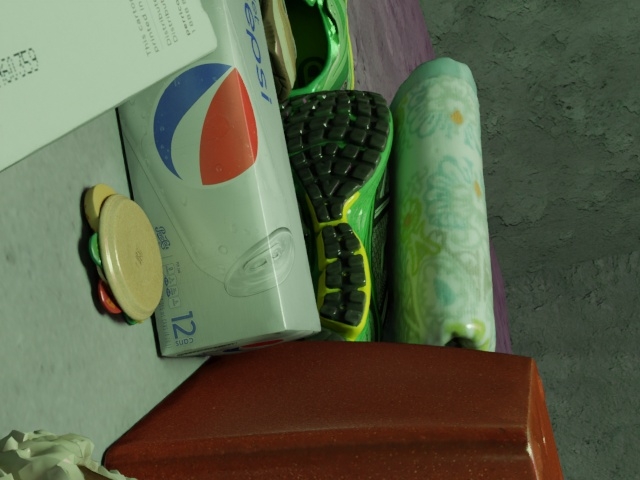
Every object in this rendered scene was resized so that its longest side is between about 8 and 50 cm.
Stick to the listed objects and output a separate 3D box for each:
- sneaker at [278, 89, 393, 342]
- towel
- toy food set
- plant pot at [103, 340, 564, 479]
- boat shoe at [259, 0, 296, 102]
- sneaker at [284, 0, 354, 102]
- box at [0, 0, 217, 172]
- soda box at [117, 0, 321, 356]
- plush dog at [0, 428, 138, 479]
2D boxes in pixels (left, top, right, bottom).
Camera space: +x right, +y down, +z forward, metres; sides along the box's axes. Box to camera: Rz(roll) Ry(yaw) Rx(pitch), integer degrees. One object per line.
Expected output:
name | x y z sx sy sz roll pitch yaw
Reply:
sneaker | 0.000 0.000 1.063 0.146 0.134 0.343 72 22 -51
towel | 0.096 0.060 1.157 0.374 0.090 0.320 101 -10 -51
toy food set | -0.121 0.011 0.726 0.083 0.020 0.082 56 25 -58
plant pot | 0.044 0.202 0.768 0.267 0.236 0.267 -39 115 -75
boat shoe | -0.062 -0.221 1.077 0.072 0.068 0.190 -66 153 -45
sneaker | -0.022 -0.265 1.200 0.123 0.109 0.295 20 58 -79
box | -0.151 -0.119 0.428 0.182 0.119 0.181 -47 124 -57
soda box | -0.078 -0.065 0.821 0.098 0.091 0.286 20 58 -74
plush dog | -0.109 0.217 0.308 0.225 0.211 0.262 89 -19 -52
